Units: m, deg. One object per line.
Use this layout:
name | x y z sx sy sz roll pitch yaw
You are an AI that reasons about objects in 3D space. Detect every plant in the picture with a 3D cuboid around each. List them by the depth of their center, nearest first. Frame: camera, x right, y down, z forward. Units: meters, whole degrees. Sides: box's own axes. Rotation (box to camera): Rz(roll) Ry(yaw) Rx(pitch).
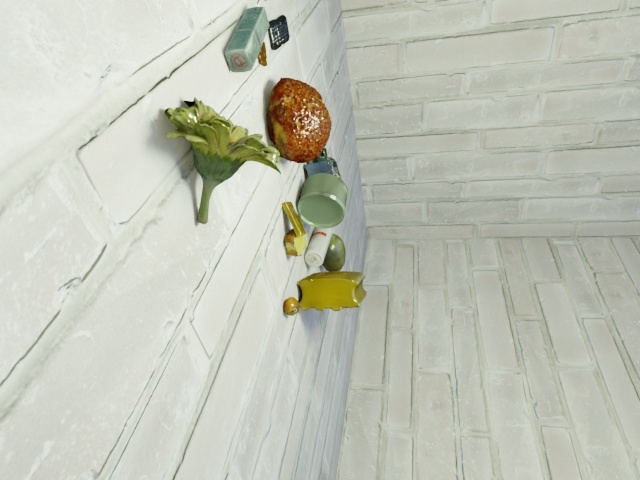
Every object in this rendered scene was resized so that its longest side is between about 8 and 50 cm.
plant | -0.259 -0.226 1.092 0.305 0.297 0.261 7 51 -36

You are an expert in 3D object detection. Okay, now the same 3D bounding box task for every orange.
orange | -0.119 0.275 1.811 0.086 0.062 0.086 -3 90 -79

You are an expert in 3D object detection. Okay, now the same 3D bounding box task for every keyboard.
keyboard | -0.167 -0.850 1.762 0.262 0.016 0.106 -71 157 -54

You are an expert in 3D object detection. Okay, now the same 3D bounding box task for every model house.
model house | 0.003 -0.376 2.173 0.172 0.166 0.183 63 18 -55

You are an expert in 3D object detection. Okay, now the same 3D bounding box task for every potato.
potato | 0.066 0.082 2.427 0.174 0.159 0.251 -45 136 -32

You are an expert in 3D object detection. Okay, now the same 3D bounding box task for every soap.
soap | 0.065 0.240 2.105 0.335 0.293 0.156 -9 95 -76

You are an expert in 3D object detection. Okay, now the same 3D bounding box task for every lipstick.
lipstick | -0.226 -0.644 1.368 0.076 0.077 0.290 72 21 -51

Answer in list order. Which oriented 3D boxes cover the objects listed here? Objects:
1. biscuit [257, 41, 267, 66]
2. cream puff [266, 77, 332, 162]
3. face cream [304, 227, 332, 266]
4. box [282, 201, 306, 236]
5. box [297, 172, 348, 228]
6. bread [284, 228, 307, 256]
biscuit | -0.213 -0.679 1.562 0.082 0.016 0.092 33 56 -68
cream puff | -0.075 -0.463 1.692 0.350 0.228 0.350 -3 90 -75
face cream | 0.000 0.000 2.248 0.345 0.102 0.102 -72 157 -55
box | -0.111 -0.091 1.824 0.156 0.022 0.089 63 13 0
box | 0.012 -0.183 2.034 0.226 0.226 0.149 75 20 -47
bread | -0.108 0.006 1.870 0.187 0.065 0.103 -69 153 -67
